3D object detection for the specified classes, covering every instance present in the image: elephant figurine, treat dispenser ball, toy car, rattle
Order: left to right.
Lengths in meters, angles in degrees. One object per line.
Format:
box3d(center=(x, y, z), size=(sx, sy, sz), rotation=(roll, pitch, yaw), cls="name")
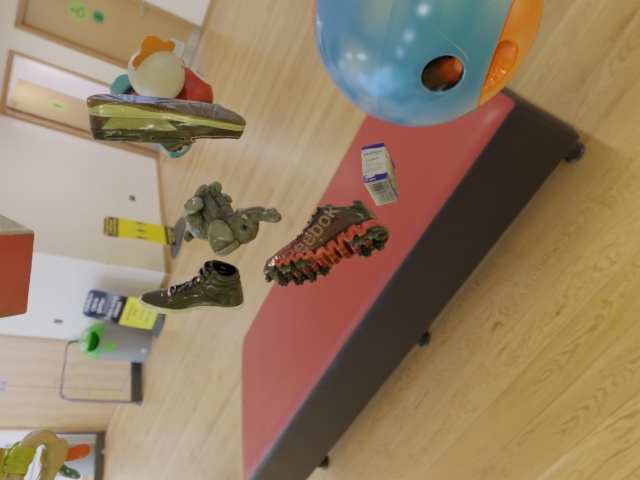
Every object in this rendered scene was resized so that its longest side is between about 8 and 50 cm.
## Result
box3d(center=(-0.532, 0.402, 0.833), size=(0.199, 0.143, 0.130), rotation=(95, 161, -81), cls="rattle")
box3d(center=(-0.331, -0.348, 1.006), size=(0.219, 0.210, 0.238), rotation=(46, 155, 10), cls="toy car")
box3d(center=(-0.241, -0.036, 1.242), size=(0.169, 0.239, 0.186), rotation=(-49, -15, -24), cls="elephant figurine")
box3d(center=(0.131, -0.295, 0.600), size=(0.288, 0.288, 0.288), rotation=(-31, 52, 51), cls="treat dispenser ball")

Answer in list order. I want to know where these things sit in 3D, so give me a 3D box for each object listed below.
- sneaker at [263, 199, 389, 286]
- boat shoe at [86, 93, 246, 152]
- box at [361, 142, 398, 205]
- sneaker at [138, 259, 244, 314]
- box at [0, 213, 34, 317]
box3d(center=(0.000, 0.000, 0.982), size=(0.276, 0.097, 0.135), rotation=(-25, 58, 7), cls="sneaker")
box3d(center=(-0.227, -0.170, 0.697), size=(0.080, 0.223, 0.073), rotation=(-117, 35, -55), cls="boat shoe")
box3d(center=(0.177, -0.196, 1.374), size=(0.072, 0.126, 0.137), rotation=(-13, 58, 19), cls="box")
box3d(center=(-0.362, 0.124, 1.321), size=(0.104, 0.296, 0.147), rotation=(-116, 30, -59), cls="sneaker")
box3d(center=(-0.514, 0.033, 0.574), size=(0.149, 0.232, 0.127), rotation=(18, 103, 28), cls="box")
